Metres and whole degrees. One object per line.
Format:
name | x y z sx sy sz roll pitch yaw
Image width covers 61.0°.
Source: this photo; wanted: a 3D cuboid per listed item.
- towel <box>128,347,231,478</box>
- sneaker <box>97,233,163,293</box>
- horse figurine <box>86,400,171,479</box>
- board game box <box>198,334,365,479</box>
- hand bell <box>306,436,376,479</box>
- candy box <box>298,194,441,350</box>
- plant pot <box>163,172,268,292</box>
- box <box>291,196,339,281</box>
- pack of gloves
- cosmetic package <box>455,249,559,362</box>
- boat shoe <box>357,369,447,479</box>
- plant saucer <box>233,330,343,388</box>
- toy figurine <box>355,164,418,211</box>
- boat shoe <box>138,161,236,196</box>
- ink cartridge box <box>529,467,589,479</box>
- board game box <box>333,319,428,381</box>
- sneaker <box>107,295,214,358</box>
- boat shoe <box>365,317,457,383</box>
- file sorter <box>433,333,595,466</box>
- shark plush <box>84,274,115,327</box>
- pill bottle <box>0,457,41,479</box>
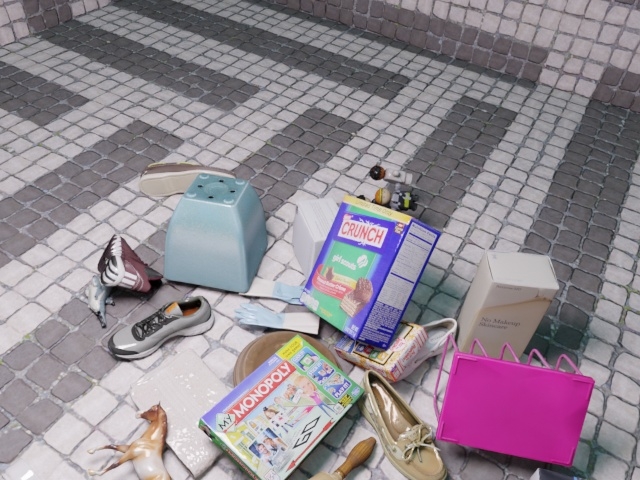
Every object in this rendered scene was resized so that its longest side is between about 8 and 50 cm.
towel | -0.300 0.384 1.256 0.282 0.049 0.187 36 53 28
sneaker | -0.528 0.083 1.527 0.163 0.106 0.281 28 9 -28
horse figurine | -0.374 0.486 1.117 0.175 0.066 0.263 -18 58 -18
board game box | -0.078 0.370 1.200 0.213 0.046 0.317 37 46 19
hand bell | 0.046 0.496 1.155 0.126 0.126 0.242 35 39 27
candy box | 0.114 0.069 1.361 0.122 0.317 0.268 25 0 -36
plant pot | -0.292 -0.042 1.529 0.248 0.252 0.247 9 36 5
box | 0.000 0.000 1.583 0.119 0.181 0.181 -9 45 -18
pack of gloves | -0.116 0.187 1.496 0.232 0.046 0.195 9 32 0
cosmetic package | 0.451 0.175 1.355 0.160 0.309 0.113 6 44 1
boat shoe | 0.177 0.423 1.231 0.105 0.089 0.285 -24 52 -28
plant saucer | -0.071 0.326 1.315 0.278 0.041 0.277 10 41 -9
toy figurine | 0.199 -0.118 1.705 0.148 0.209 0.213 10 42 -10
boat shoe | -0.436 -0.212 1.815 0.325 0.116 0.096 -3 47 0
ink cartridge box | 0.508 0.634 1.066 0.166 0.065 0.332 12 45 6
board game box | 0.148 0.255 1.356 0.194 0.045 0.147 13 51 49
sneaker | -0.407 0.210 1.385 0.272 0.108 0.100 -21 52 -23
boat shoe | 0.235 0.269 1.391 0.277 0.096 0.098 -24 54 -26
file sorter | 0.418 0.345 1.235 0.291 0.202 0.182 10 11 4
shark plush | -0.584 0.158 1.462 0.067 0.073 0.161 15 27 -38
pill bottle | -0.634 0.530 1.014 0.131 0.131 0.229 31 49 24
